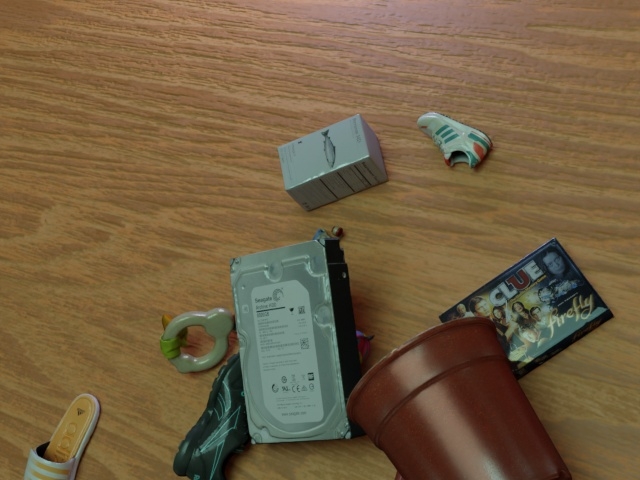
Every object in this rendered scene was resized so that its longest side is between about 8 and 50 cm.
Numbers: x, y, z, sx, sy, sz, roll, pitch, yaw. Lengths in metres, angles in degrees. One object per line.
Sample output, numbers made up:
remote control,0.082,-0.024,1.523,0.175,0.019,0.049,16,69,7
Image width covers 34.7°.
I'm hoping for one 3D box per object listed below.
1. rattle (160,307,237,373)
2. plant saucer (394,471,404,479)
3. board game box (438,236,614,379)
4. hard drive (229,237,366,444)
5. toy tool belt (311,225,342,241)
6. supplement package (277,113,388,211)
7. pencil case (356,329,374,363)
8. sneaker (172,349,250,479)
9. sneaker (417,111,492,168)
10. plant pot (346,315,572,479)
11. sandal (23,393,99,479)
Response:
rattle,-0.208,0.162,1.979,0.200,0.143,0.130,-34,97,6
plant saucer,0.207,0.471,1.630,0.258,0.048,0.259,9,71,30
board game box,0.341,0.128,1.725,0.243,0.042,0.165,-36,56,8
hard drive,-0.043,0.179,1.782,0.237,0.064,0.338,-12,82,40
toy tool belt,0.000,0.000,1.953,0.051,0.052,0.083,30,82,25
supplement package,0.023,-0.148,1.977,0.179,0.105,0.105,-21,59,16
pencil case,-0.013,0.154,1.859,0.236,0.104,0.104,34,85,35
sneaker,-0.165,0.324,1.874,0.106,0.101,0.267,24,80,13
sneaker,0.237,-0.184,1.915,0.161,0.057,0.075,26,75,31
plant pot,0.220,0.300,1.538,0.272,0.272,0.265,-37,59,7
sandal,-0.525,0.418,2.005,0.102,0.076,0.265,11,73,31
